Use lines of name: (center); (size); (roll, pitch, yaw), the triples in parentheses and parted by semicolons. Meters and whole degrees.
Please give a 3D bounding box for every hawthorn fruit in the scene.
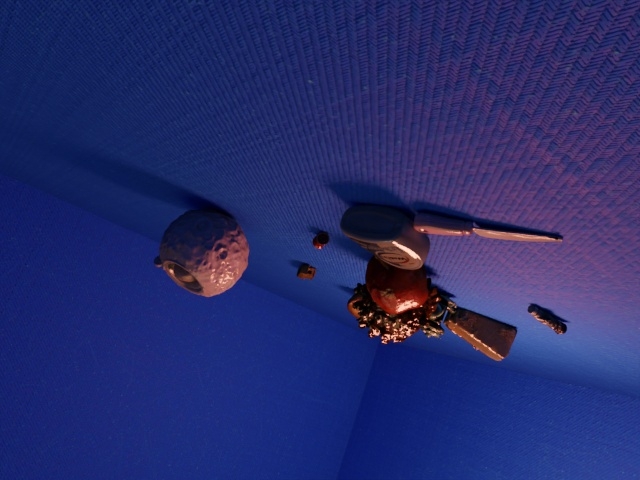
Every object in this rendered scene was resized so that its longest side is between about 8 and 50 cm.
hawthorn fruit: (0.223, 0.105, 1.588); (0.207, 0.207, 0.243); (10, 156, 34)

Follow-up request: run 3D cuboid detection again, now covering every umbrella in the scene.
umbrella: (0.778, 0.270, 1.765); (0.188, 0.046, 0.050); (32, 170, -27)

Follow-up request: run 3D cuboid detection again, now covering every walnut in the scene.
walnut: (0.222, 0.342, 2.633); (0.137, 0.137, 0.245); (6, 161, 44)

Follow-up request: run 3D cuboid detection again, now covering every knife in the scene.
knife: (0.385, -0.016, 1.218); (0.336, 0.043, 0.081); (11, 170, 23)

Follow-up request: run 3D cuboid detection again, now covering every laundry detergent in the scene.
laundry detergent: (0.196, 0.005, 1.422); (0.215, 0.105, 0.280); (10, 165, 35)

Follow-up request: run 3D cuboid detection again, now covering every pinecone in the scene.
pinecone: (0.258, 0.220, 1.837); (0.296, 0.298, 0.242); (26, -156, 9)

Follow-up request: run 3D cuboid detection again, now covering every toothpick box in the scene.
toothpick box: (0.000, 0.000, 1.786); (0.047, 0.047, 0.083); (22, 167, -8)

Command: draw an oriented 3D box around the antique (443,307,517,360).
antique: (0.665, 0.378, 2.189); (0.284, 0.150, 0.125); (28, 162, 2)

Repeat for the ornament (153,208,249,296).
ornament: (-0.435, 0.036, 1.973); (0.337, 0.337, 0.337); (18, 166, 5)

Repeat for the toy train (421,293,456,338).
toy train: (0.411, 0.274, 2.074); (0.238, 0.167, 0.299); (26, 167, 16)

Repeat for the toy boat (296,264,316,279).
toy boat: (-0.066, 0.154, 2.454); (0.077, 0.057, 0.200); (15, 167, -8)
